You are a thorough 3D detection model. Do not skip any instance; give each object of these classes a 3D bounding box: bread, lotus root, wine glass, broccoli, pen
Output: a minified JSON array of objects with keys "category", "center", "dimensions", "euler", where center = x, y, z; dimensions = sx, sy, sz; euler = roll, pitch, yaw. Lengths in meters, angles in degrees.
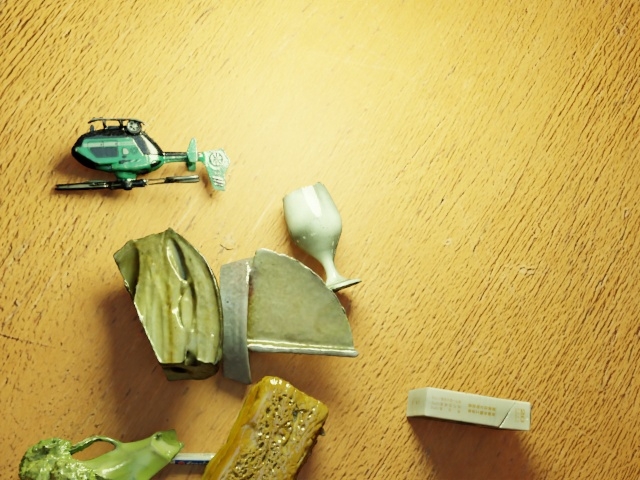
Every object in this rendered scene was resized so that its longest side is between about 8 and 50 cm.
[{"category":"bread","center":[-0.131,0.472,1.717],"dimensions":[0.185,0.109,0.381],"euler":[34,73,-10]},{"category":"lotus root","center":[-0.299,0.141,1.753],"dimensions":[0.210,0.142,0.314],"euler":[-15,73,2]},{"category":"wine glass","center":[0.000,0.000,1.860],"dimensions":[0.126,0.126,0.241],"euler":[-17,83,-13]},{"category":"broccoli","center":[-0.426,0.479,1.610],"dimensions":[0.301,0.186,0.254],"euler":[-13,52,2]},{"category":"pen","center":[-0.276,0.457,1.757],"dimensions":[0.204,0.025,0.025],"euler":[3,77,-9]}]

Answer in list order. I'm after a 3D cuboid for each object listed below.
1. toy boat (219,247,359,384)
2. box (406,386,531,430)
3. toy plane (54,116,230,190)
[{"category":"toy boat","center":[-0.097,0.150,1.792],"dimensions":[0.293,0.111,0.276],"euler":[-16,93,0]},{"category":"box","center":[0.317,0.366,1.819],"dimensions":[0.233,0.149,0.067],"euler":[9,79,-7]},{"category":"toy plane","center":[-0.391,-0.182,1.850],"dimensions":[0.381,0.106,0.155],"euler":[-1,84,-11]}]
